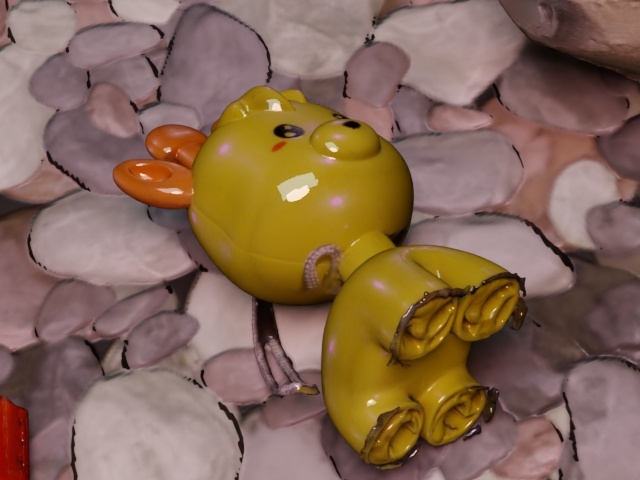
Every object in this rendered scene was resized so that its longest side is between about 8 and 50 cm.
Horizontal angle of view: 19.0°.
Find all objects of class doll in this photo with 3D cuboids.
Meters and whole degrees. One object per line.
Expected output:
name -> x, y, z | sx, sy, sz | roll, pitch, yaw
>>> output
doll -> 0.000, 0.000, 0.952 | 0.143, 0.135, 0.221 | -17, 45, -39

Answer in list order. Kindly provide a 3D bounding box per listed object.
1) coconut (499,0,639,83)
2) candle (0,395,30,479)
coconut -> 0.181, -0.191, 0.961 | 0.239, 0.239, 0.244 | 38, 73, 26
candle -> -0.168, 0.118, 0.941 | 0.052, 0.052, 0.130 | -11, 58, 4
